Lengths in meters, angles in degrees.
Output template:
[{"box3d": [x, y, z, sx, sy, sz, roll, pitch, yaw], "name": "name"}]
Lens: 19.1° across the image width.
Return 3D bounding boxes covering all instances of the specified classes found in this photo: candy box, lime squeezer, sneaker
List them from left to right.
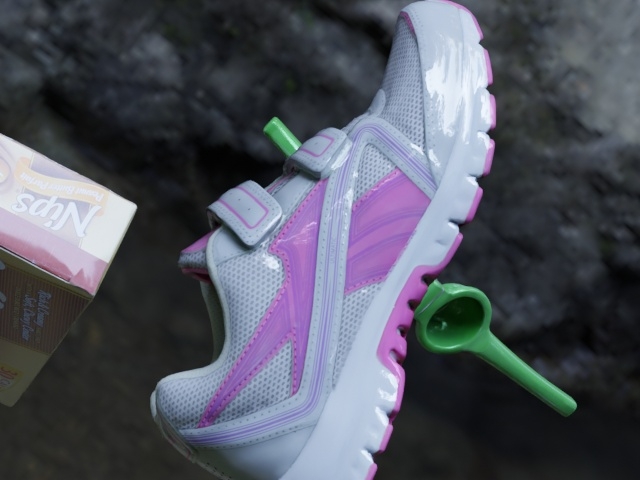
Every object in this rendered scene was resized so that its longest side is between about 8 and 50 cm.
[{"box3d": [-0.276, 0.018, 1.493, 0.183, 0.316, 0.087, 27, 63, -9], "name": "candy box"}, {"box3d": [0.000, 0.000, 0.843, 0.111, 0.103, 0.252, 22, 76, -3], "name": "sneaker"}, {"box3d": [0.068, 0.035, 1.348, 0.310, 0.059, 0.110, 43, -6, -6], "name": "lime squeezer"}]
